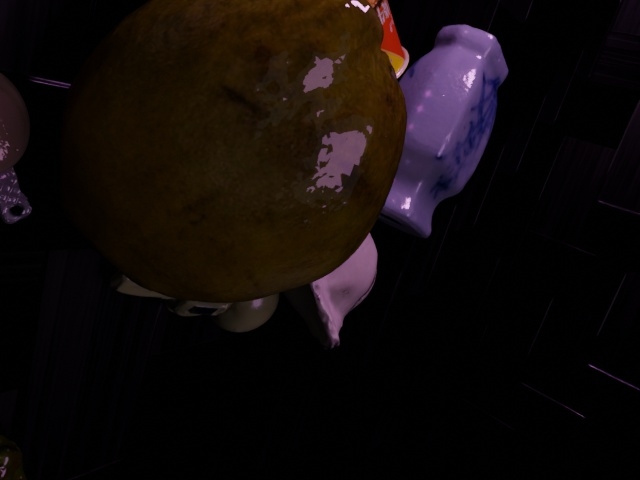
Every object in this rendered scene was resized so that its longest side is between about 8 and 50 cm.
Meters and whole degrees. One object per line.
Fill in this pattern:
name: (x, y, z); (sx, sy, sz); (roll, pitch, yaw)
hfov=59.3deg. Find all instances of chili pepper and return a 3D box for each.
chili pepper: (-0.418, 0.295, 0.724); (0.072, 0.073, 0.204); (-51, 162, -50)

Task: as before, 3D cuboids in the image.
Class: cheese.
cheese: (-0.345, -0.092, 0.573); (0.092, 0.047, 0.171); (-16, 126, -47)

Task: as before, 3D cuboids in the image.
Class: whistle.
whistle: (-0.177, 0.059, 0.872); (0.294, 0.141, 0.141); (27, 90, -40)

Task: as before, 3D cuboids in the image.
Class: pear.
pear: (-0.094, -0.109, 0.642); (0.413, 0.352, 0.352); (-34, 152, 18)

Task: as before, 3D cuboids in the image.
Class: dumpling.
dumpling: (0.001, -0.002, 0.972); (0.341, 0.181, 0.260); (-54, 135, -43)

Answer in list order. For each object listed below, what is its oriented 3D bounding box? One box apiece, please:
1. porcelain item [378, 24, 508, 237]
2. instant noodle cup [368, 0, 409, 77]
porcelain item: (0.229, -0.223, 1.162); (0.242, 0.178, 0.405); (31, 84, -57)
instant noodle cup: (0.006, -0.309, 0.785); (0.213, 0.213, 0.174); (-44, 133, -27)
